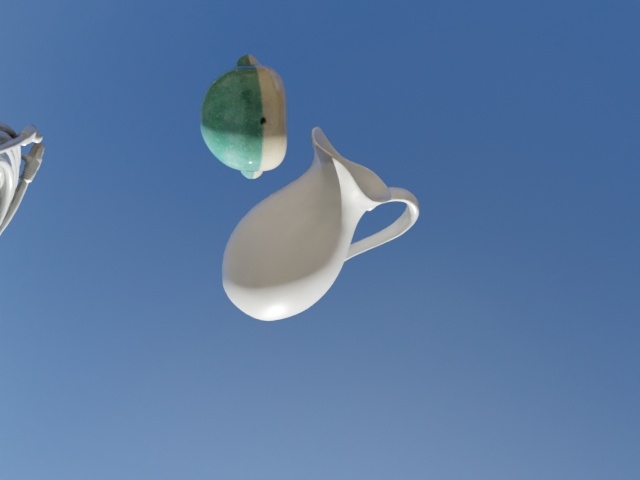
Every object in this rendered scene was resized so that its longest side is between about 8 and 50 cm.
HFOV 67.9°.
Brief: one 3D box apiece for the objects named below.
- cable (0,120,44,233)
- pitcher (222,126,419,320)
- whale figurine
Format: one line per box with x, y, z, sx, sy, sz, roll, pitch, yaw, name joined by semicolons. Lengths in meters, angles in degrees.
-0.390;-0.017;0.452;0.089;0.257;0.257;28;-87;-15;cable
0.000;0.000;0.541;0.207;0.178;0.125;-50;-143;23;pitcher
-0.148;-0.217;0.848;0.141;0.272;0.216;-6;-72;-18;whale figurine
